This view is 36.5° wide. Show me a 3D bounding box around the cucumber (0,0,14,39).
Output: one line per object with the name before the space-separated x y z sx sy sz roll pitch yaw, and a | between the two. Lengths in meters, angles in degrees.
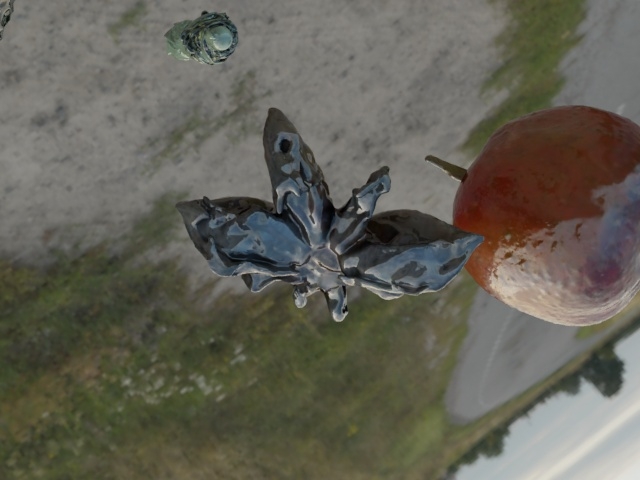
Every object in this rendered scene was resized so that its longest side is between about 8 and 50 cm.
cucumber | -0.161 -0.055 0.374 0.067 0.067 0.245 -22 158 -48

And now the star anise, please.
star anise | -0.005 -0.002 0.936 0.198 0.257 0.111 -49 -161 32

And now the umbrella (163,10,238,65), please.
umbrella | -0.138 -0.234 1.126 0.067 0.062 0.143 -10 -166 -25

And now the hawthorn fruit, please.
hawthorn fruit | 0.290 -0.050 1.282 0.287 0.330 0.287 -58 162 -32
